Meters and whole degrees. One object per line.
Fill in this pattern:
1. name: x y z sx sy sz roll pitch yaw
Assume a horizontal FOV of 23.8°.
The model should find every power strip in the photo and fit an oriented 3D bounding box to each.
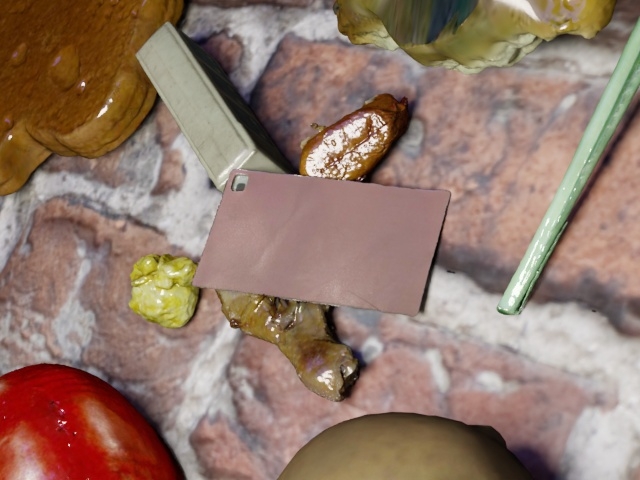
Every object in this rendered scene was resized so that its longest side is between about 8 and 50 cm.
1. power strip: -0.094 -0.110 1.350 0.052 0.078 0.272 -44 41 10

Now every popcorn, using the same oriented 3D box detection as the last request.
1. popcorn: -0.127 0.039 1.299 0.083 0.059 0.068 -34 84 34

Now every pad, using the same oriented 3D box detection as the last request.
1. pad: 0.000 0.000 1.181 0.188 0.006 0.113 6 60 20

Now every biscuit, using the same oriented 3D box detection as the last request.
1. biscuit: 0.100 -0.235 1.169 0.335 0.078 0.329 -49 45 49
2. biscuit: -0.266 -0.208 1.586 0.359 0.074 0.381 -45 44 15

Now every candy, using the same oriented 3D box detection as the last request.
1. candy: 0.205 -0.096 1.063 0.335 0.093 0.092 -62 27 3

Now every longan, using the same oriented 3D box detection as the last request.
1. longan: 0.051 0.185 0.951 0.189 0.189 0.189 -24 50 32

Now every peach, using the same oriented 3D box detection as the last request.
1. peach: -0.215 0.177 1.229 0.154 0.159 0.267 -44 39 4

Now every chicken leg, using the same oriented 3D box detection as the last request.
1. chicken leg: -0.026 0.058 1.192 0.085 0.069 0.198 -31 48 -7

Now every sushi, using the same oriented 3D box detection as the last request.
1. sushi: 0.024 -0.076 1.235 0.118 0.061 0.060 -23 6 12
